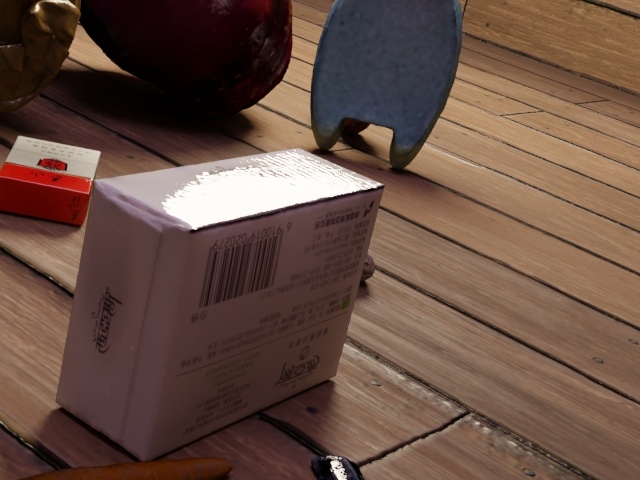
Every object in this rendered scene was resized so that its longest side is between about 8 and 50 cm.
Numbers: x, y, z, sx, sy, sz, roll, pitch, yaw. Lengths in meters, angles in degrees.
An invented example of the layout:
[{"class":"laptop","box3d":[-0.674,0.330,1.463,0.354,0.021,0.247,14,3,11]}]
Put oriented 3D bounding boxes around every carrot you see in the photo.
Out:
[{"class":"carrot","box3d":[-0.137,0.171,0.758,0.048,0.048,0.216,29,20,35]}]

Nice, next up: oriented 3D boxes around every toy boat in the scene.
[{"class":"toy boat","box3d":[0.105,-0.281,1.729,0.215,0.330,0.123,12,2,4]}]

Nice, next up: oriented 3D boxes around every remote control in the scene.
[{"class":"remote control","box3d":[0.022,0.190,0.844,0.039,0.014,0.096,6,21,-19]}]

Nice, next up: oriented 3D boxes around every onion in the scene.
[{"class":"onion","box3d":[-0.167,-0.414,1.708,0.398,0.420,0.398,46,2,-3]}]

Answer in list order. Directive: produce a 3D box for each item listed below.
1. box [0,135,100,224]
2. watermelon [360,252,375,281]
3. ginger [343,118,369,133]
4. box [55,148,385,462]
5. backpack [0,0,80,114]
[{"class":"box","box3d":[-0.308,-0.070,1.271,0.100,0.048,0.152,9,19,-9]},{"class":"watermelon","box3d":[0.000,0.000,1.263,0.139,0.071,0.187,20,20,5]},{"class":"ginger","box3d":[0.055,-0.221,1.835,0.073,0.103,0.162,16,-6,-38]},{"class":"box","box3d":[-0.075,0.041,0.915,0.111,0.194,0.260,25,22,27]},{"class":"backpack","box3d":[-0.495,-0.307,1.386,0.378,0.353,0.201,31,-4,-35]}]
